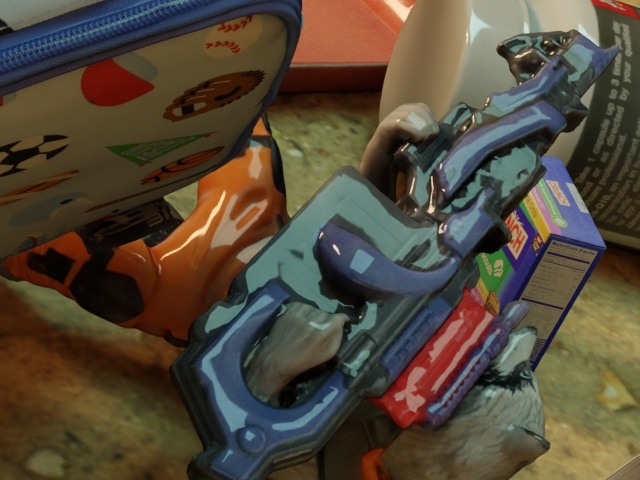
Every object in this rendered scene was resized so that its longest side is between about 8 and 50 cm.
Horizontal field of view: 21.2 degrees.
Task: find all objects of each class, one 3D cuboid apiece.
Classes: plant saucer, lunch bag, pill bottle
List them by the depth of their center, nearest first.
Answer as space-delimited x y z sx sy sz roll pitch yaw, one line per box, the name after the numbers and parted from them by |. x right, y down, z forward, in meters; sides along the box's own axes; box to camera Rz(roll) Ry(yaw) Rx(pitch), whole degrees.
-0.141 -0.054 0.676 0.243 0.303 0.115 -23 82 -14 | lunch bag
0.196 -0.081 1.166 0.283 0.161 0.161 14 32 -19 | pill bottle
-0.040 -0.185 1.270 0.259 0.047 0.258 -5 42 -42 | plant saucer

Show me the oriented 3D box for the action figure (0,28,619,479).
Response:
0.000 0.000 0.898 0.330 0.178 0.341 42 59 17 | action figure

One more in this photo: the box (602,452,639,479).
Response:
0.224 0.116 0.858 0.231 0.183 0.056 -9 63 -43 | box

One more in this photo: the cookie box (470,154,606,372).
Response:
0.117 0.014 1.016 0.040 0.107 0.092 13 32 -21 | cookie box
